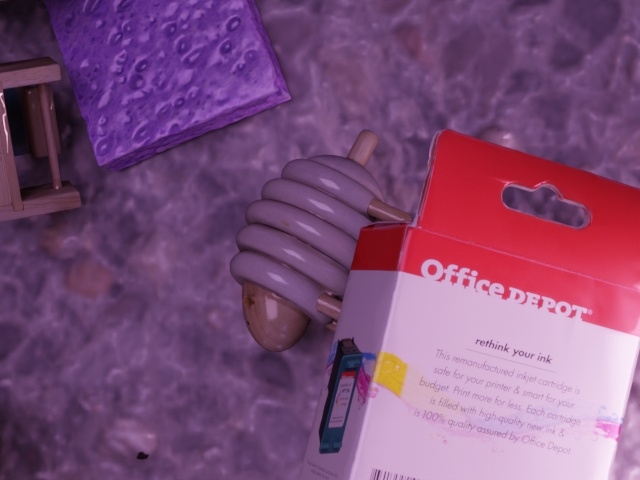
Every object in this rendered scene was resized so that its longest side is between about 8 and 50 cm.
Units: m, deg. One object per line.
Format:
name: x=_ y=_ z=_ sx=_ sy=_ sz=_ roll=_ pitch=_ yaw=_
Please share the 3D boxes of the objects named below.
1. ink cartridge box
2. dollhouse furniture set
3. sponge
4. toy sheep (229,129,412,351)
ink cartridge box: x=0.075 y=0.074 z=0.739 sx=0.134 sy=0.078 sz=0.231 roll=16 pitch=84 yaw=-16
dollhouse furniture set: x=-0.225 y=-0.108 z=0.853 sx=0.129 sy=0.129 sz=0.184 roll=-11 pitch=106 yaw=-17
sponge: x=-0.107 y=-0.155 z=0.882 sx=0.117 sy=0.031 sz=0.210 roll=-23 pitch=76 yaw=11
toy sheep: x=0.000 y=0.000 z=0.800 sx=0.091 sy=0.091 sz=0.132 roll=24 pitch=74 yaw=18
